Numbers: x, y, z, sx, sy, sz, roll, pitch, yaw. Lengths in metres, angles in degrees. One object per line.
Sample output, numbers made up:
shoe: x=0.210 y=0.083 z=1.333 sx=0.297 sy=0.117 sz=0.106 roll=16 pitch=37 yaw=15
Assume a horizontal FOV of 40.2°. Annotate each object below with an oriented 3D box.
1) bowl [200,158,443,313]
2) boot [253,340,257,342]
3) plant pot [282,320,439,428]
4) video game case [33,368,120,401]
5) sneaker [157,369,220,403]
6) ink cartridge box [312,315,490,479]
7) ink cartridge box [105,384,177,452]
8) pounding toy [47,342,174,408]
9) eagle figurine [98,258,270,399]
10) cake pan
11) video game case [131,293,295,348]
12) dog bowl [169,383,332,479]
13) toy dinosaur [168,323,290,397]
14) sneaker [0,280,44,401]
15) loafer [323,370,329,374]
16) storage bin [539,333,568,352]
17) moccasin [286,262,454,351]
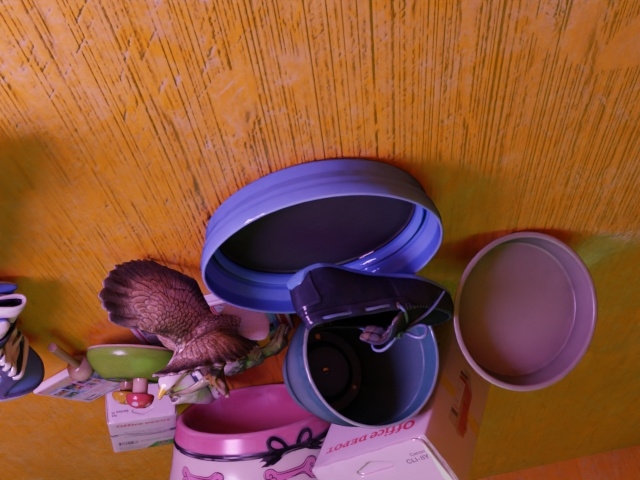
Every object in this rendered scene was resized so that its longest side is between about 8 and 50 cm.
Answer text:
bowl: x=0.000 y=0.000 z=1.409 sx=0.391 sy=0.077 sz=0.391 roll=-9 pitch=152 yaw=-5
boot: x=-0.178 y=0.213 z=1.723 sx=0.106 sy=0.037 sz=0.114 roll=-4 pitch=148 yaw=-13
plant pot: x=0.051 y=0.237 z=1.700 sx=0.271 sy=0.272 sz=0.255 roll=0 pitch=165 yaw=-22
video game case: x=-0.491 y=0.296 z=1.822 sx=0.157 sy=0.019 sz=0.143 roll=-29 pitch=148 yaw=30
sneaker: x=-0.270 y=0.299 z=1.801 sx=0.095 sy=0.090 sz=0.235 roll=-32 pitch=160 yaw=-7
ink cartridge box: x=0.179 y=0.362 z=1.807 sx=0.279 sy=0.385 sz=0.160 roll=-27 pitch=109 yaw=32
ink cartridge box: x=-0.400 y=0.397 z=1.971 sx=0.153 sy=0.087 sz=0.208 roll=-6 pitch=151 yaw=-13
pounding toy: x=-0.376 y=0.261 z=1.638 sx=0.237 sy=0.110 sz=0.183 roll=1 pitch=164 yaw=2
eagle figurine: x=-0.211 y=0.161 z=1.438 sx=0.226 sy=0.225 sz=0.298 roll=-2 pitch=152 yaw=5
cake pan: x=0.372 y=0.129 z=1.619 sx=0.293 sy=0.293 sz=0.054 roll=-4 pitch=-178 yaw=-16
video game case: x=-0.204 y=0.155 z=1.669 sx=0.285 sy=0.025 sz=0.204 roll=-13 pitch=152 yaw=2
dog bowl: x=-0.136 y=0.433 z=1.906 sx=0.408 sy=0.150 sz=0.408 roll=-6 pitch=-173 yaw=1
toy dinosaur: x=-0.177 y=0.223 z=1.644 sx=0.268 sy=0.064 sz=0.118 roll=-25 pitch=145 yaw=-4
sneaker: x=-0.531 y=0.164 z=1.439 sx=0.236 sy=0.130 sz=0.323 roll=-23 pitch=145 yaw=28
loafer: x=0.068 y=0.346 z=2.076 sx=0.223 sy=0.076 sz=0.078 roll=8 pitch=154 yaw=-26
storage bin: x=0.427 y=0.158 z=1.760 sx=0.084 sy=0.180 sz=0.122 roll=0 pitch=150 yaw=-20
moccasin: x=0.088 y=0.127 z=1.471 sx=0.342 sy=0.117 sz=0.138 roll=7 pitch=146 yaw=-33
